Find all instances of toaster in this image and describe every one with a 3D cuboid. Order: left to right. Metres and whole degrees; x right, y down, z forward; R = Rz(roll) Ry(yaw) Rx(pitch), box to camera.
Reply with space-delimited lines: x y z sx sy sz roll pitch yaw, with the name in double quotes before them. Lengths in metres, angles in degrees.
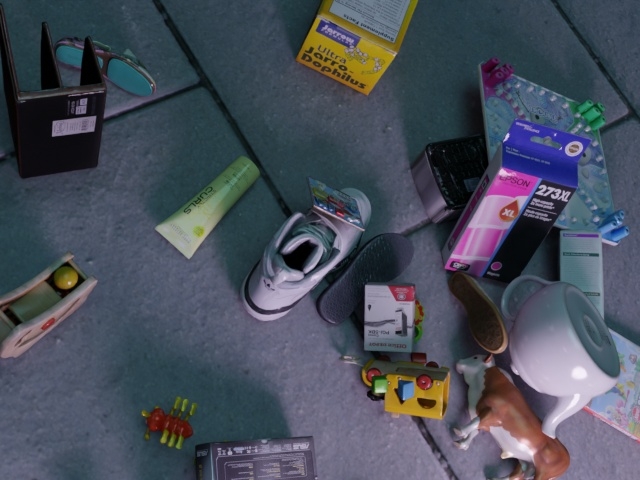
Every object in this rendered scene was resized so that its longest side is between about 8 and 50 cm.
"toaster" 0.305 -0.135 1.871 0.185 0.110 0.168 -13 73 -23

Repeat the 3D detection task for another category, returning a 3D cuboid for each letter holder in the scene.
"letter holder" -0.505 -0.283 1.553 0.152 0.302 0.215 -12 73 -22

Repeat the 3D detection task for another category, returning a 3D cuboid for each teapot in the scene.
"teapot" 0.467 0.215 1.690 0.252 0.187 0.256 54 31 -7

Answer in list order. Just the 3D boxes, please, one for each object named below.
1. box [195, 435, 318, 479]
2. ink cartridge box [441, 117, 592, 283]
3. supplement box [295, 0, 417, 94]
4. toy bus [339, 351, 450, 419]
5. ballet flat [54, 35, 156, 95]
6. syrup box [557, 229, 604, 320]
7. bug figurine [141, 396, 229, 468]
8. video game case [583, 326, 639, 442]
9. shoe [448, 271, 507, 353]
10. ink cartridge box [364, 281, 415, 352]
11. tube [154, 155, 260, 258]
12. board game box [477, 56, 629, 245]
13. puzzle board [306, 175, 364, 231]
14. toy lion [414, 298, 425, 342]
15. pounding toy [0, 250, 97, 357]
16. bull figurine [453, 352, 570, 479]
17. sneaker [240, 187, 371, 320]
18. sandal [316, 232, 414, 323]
"box" -0.107 0.447 1.487 0.231 0.056 0.183 6 71 -38
"ink cartridge box" 0.406 -0.071 1.746 0.175 0.371 0.069 13 36 -13
"supplement box" 0.109 -0.554 1.915 0.194 0.195 0.357 25 67 -7
"toy bus" 0.159 0.295 1.651 0.190 0.202 0.104 -3 101 -27
"ballet flat" -0.442 -0.377 1.747 0.221 0.077 0.079 20 45 -10
"syrup box" 0.578 0.101 1.861 0.096 0.093 0.237 2 66 13
"bug figurine" -0.259 0.433 1.479 0.216 0.072 0.279 28 58 -13
"video game case" 0.686 0.327 1.862 0.285 0.025 0.204 31 63 -4
"shoe" 0.344 0.150 1.762 0.058 0.076 0.219 20 32 -36
"ink cartridge box" 0.139 0.155 1.685 0.099 0.056 0.135 1 93 11
"tube" -0.221 -0.074 1.704 0.070 0.062 0.240 24 61 38
"board game box" 0.545 -0.211 1.946 0.389 0.050 0.390 15 59 -28
"puzzle board" 0.031 -0.075 1.657 0.128 0.011 0.096 25 33 -30
"toy lion" 0.183 0.167 1.758 0.096 0.034 0.100 -21 77 -32
"pounding toy" -0.545 0.106 1.468 0.155 0.154 0.269 46 62 3
"bull figurine" 0.370 0.377 1.696 0.188 0.101 0.310 -41 82 -22
"sneaker" 0.000 0.000 1.659 0.137 0.210 0.366 44 63 2
"sandal" 0.087 0.070 1.746 0.254 0.054 0.097 -38 101 -17
